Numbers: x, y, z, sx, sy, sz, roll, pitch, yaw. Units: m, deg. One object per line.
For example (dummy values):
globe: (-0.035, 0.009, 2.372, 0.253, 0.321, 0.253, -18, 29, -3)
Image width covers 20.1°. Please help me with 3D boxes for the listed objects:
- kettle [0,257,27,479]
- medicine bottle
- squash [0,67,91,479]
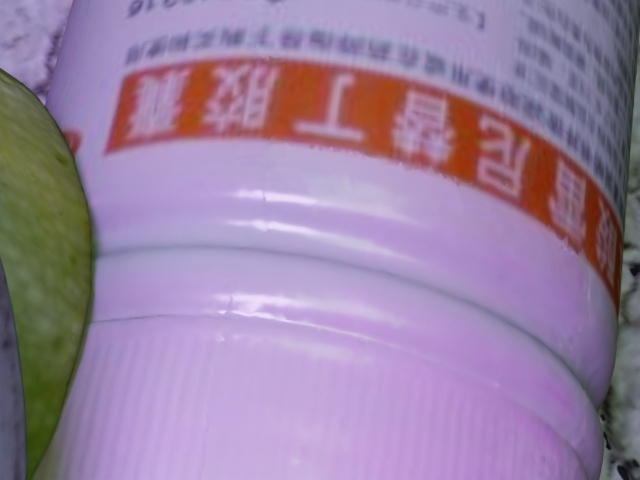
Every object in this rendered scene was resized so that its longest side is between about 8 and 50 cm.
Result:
kettle: (-0.267, 0.087, 0.386, 0.247, 0.342, 0.319, -13, 98, -60)
medicine bottle: (0.000, 0.000, 0.605, 0.202, 0.202, 0.315, 14, 61, -9)
squash: (-0.185, 0.034, 0.535, 0.252, 0.049, 0.252, -16, 56, 26)
